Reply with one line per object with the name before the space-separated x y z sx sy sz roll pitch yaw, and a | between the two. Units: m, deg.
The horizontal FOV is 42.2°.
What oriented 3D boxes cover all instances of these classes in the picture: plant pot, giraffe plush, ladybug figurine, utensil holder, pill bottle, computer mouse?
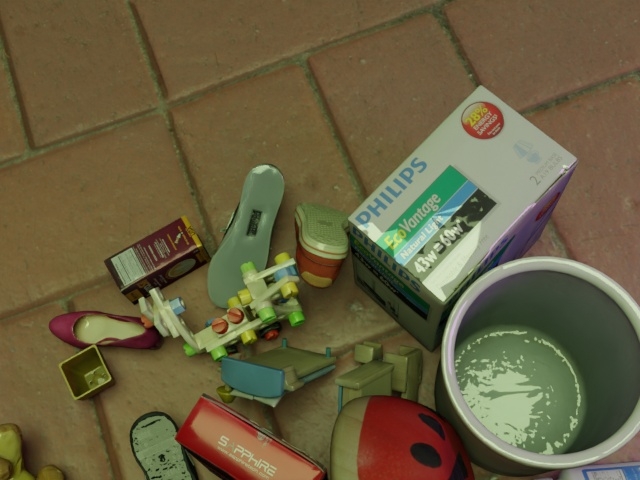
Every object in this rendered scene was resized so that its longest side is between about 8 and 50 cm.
plant pot | -0.452 0.267 1.636 0.081 0.083 0.082 -29 72 -7
giraffe plush | -0.549 0.465 1.544 0.170 0.181 0.210 17 60 -13
ladybug figurine | 0.139 0.373 1.257 0.161 0.449 0.305 -22 83 12
utensil holder | 0.359 0.242 1.428 0.327 0.385 0.328 -1 69 4
pill bottle | 0.497 0.463 1.479 0.221 0.124 0.124 -5 70 3
computer mouse | -0.315 0.469 1.570 0.184 0.060 0.262 -28 82 -10

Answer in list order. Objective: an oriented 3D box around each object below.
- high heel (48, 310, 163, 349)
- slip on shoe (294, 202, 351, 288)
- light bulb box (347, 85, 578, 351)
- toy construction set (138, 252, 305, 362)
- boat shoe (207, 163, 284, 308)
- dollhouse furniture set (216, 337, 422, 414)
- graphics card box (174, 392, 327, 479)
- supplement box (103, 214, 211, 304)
high heel | -0.438 0.176 1.649 0.244 0.117 0.082 13 72 8
slip on shoe | 0.000 0.000 1.603 0.123 0.331 0.101 14 108 -4
light bulb box | 0.251 -0.025 1.545 0.225 0.361 0.358 41 78 16
toy construction set | -0.173 0.139 1.581 0.327 0.215 0.151 -14 70 10
boat shoe | -0.151 -0.012 1.704 0.113 0.105 0.306 14 96 -3
dollhouse furniture set | -0.005 0.306 1.575 0.303 0.286 0.198 8 100 31
graphics card box | -0.102 0.391 1.415 0.232 0.371 0.094 28 72 12
supplement box | -0.331 0.041 1.698 0.188 0.104 0.081 -30 71 -6
